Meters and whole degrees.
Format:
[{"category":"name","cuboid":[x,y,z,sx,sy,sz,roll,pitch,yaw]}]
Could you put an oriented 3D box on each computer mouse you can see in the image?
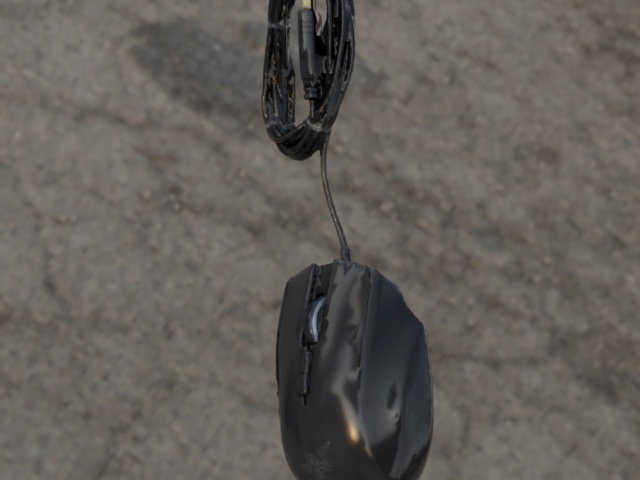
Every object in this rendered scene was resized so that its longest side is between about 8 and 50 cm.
[{"category":"computer mouse","cuboid":[0.000,0.000,0.733,0.041,0.071,0.242,-2,80,-43]}]
